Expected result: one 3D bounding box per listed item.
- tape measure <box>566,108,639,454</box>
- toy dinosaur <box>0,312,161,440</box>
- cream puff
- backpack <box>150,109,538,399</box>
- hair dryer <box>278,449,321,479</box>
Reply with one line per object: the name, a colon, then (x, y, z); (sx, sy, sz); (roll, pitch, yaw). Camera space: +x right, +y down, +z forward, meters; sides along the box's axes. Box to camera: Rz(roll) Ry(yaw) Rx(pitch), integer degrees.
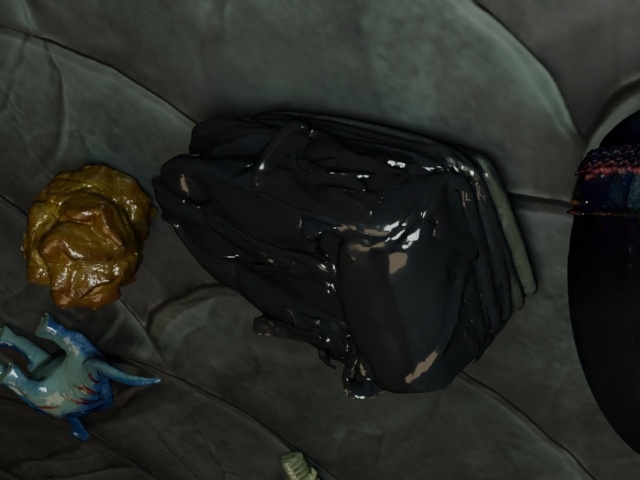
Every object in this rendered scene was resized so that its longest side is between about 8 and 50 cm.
tape measure: (0.217, 0.025, 0.814); (0.135, 0.202, 0.223); (-10, 134, 48)
toy dinosaur: (-0.260, 0.136, 1.600); (0.144, 0.076, 0.329); (32, 154, -9)
cream puff: (-0.177, -0.001, 1.270); (0.094, 0.116, 0.122); (14, 171, 23)
backpack: (0.000, 0.000, 1.090); (0.258, 0.133, 0.206); (21, 146, 37)
hair dryer: (-0.001, 0.341, 1.647); (0.298, 0.119, 0.296); (56, 152, -6)
